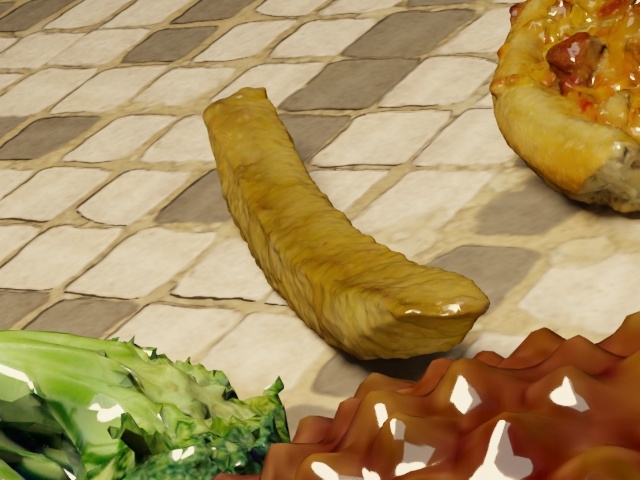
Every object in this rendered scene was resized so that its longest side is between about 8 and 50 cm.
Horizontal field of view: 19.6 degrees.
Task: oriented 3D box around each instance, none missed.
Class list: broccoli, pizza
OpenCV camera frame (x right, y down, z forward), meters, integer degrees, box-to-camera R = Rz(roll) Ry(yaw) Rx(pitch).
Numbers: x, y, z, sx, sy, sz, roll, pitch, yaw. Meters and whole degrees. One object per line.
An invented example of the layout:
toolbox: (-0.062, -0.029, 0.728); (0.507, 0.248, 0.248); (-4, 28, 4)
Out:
broccoli: (-0.126, 0.132, 0.702); (0.265, 0.245, 0.294); (-51, 11, -19)
pizza: (0.215, -0.121, 1.142); (0.226, 0.086, 0.335); (-13, 24, 17)

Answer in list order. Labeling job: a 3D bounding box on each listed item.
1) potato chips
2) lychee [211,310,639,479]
potato chips: (0.000, 0.000, 1.058); (0.057, 0.080, 0.407); (-8, 20, -15)
lychee: (0.081, 0.159, 0.419); (0.306, 0.306, 0.330); (1, 9, 36)
